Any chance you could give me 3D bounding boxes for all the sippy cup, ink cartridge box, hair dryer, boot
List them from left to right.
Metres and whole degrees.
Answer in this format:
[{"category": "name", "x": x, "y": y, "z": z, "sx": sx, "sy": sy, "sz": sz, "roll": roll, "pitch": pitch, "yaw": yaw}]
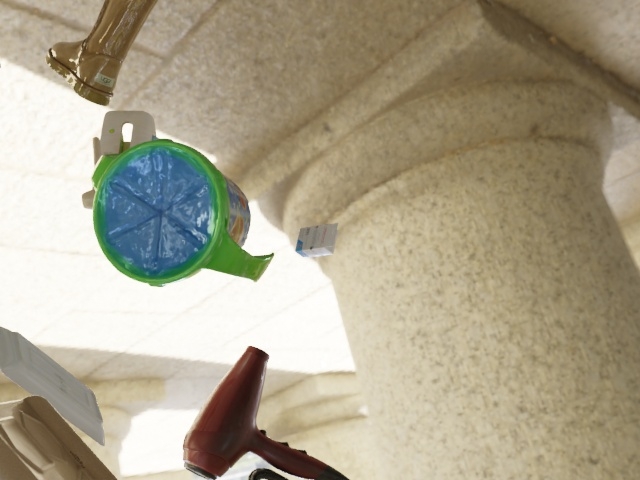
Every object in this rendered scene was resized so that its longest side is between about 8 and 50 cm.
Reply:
[{"category": "boot", "x": -0.360, "y": -0.389, "z": 1.319, "sx": 0.089, "sy": 0.236, "sz": 0.269, "roll": 15, "pitch": 109, "yaw": -47}, {"category": "sippy cup", "x": -0.231, "y": -0.042, "z": 1.308, "sx": 0.240, "sy": 0.305, "sz": 0.224, "roll": -23, "pitch": 173, "yaw": 13}, {"category": "hair dryer", "x": -0.081, "y": 0.293, "z": 1.064, "sx": 0.224, "sy": 0.293, "sz": 0.080, "roll": -8, "pitch": 169, "yaw": -27}, {"category": "ink cartridge box", "x": 0.000, "y": 0.000, "z": 1.328, "sx": 0.083, "sy": 0.048, "sz": 0.028, "roll": -8, "pitch": 148, "yaw": 36}]

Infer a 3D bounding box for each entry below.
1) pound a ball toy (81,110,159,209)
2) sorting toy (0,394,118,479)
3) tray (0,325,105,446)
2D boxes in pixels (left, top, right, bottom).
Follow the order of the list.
[{"category": "pound a ball toy", "x": -0.432, "y": -0.156, "z": 1.706, "sx": 0.136, "sy": 0.319, "sz": 0.208, "roll": 1, "pitch": 148, "yaw": -5}, {"category": "sorting toy", "x": -0.275, "y": 0.245, "z": 0.782, "sx": 0.038, "sy": 0.193, "sz": 0.208, "roll": -43, "pitch": 177, "yaw": -6}, {"category": "tray", "x": -0.479, "y": 0.256, "z": 1.373, "sx": 0.030, "sy": 0.145, "sz": 0.270, "roll": -38, "pitch": 129, "yaw": -3}]
